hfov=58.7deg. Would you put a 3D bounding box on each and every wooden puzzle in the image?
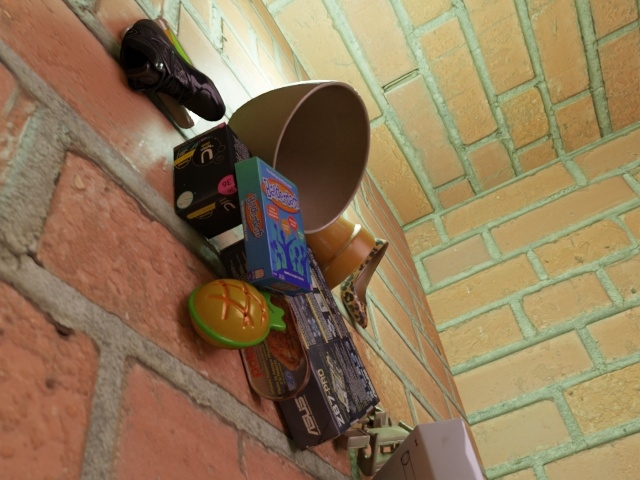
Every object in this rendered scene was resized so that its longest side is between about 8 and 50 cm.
[{"bbox_3d":[-0.306,-0.362,1.203,0.221,0.044,0.238,59,15,-22],"label":"wooden puzzle"}]

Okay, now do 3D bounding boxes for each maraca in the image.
[{"bbox_3d":[-0.127,0.111,0.893,0.127,0.099,0.186,51,27,20],"label":"maraca"}]

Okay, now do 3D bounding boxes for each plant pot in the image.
[{"bbox_3d":[0.000,0.000,1.422,0.188,0.205,0.205,47,17,-9],"label":"plant pot"}]

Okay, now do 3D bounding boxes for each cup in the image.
[{"bbox_3d":[-0.078,-0.205,1.274,0.237,0.331,0.331,21,-13,33],"label":"cup"}]

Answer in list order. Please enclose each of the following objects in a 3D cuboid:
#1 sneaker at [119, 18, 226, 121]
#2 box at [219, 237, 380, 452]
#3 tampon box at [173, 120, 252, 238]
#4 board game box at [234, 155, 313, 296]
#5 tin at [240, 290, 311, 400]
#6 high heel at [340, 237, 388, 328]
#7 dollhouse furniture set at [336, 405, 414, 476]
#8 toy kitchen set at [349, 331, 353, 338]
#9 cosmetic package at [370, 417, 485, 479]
[{"bbox_3d":[-0.278,-0.289,1.055,0.227,0.087,0.130,47,36,-27],"label":"sneaker"},{"bbox_3d":[-0.028,0.187,1.154,0.395,0.097,0.318,66,13,11],"label":"box"},{"bbox_3d":[-0.189,-0.109,1.036,0.101,0.120,0.161,49,21,-51],"label":"tampon box"},{"bbox_3d":[-0.078,-0.019,0.980,0.160,0.047,0.210,29,47,-64],"label":"board game box"},{"bbox_3d":[-0.082,0.178,0.970,0.040,0.106,0.189,64,7,-69],"label":"tin"},{"bbox_3d":[0.152,0.122,1.729,0.093,0.186,0.261,39,29,-59],"label":"high heel"},{"bbox_3d":[0.088,0.446,1.261,0.182,0.161,0.101,6,93,-30],"label":"dollhouse furniture set"},{"bbox_3d":[0.025,0.225,1.363,0.068,0.083,0.075,7,46,-22],"label":"toy kitchen set"},{"bbox_3d":[0.199,0.525,1.020,0.377,0.097,0.284,105,-22,-50],"label":"cosmetic package"}]
